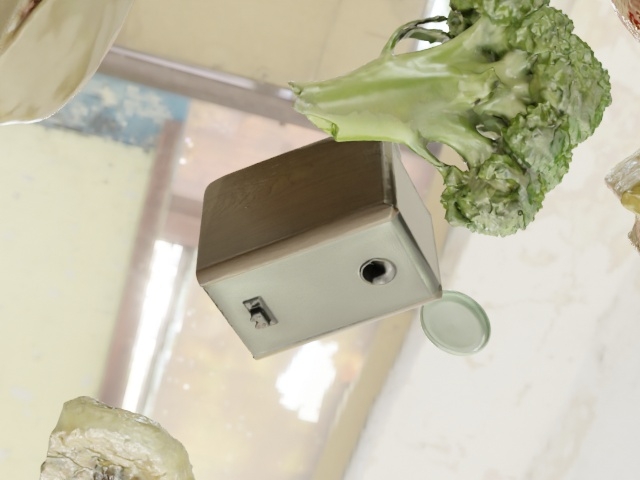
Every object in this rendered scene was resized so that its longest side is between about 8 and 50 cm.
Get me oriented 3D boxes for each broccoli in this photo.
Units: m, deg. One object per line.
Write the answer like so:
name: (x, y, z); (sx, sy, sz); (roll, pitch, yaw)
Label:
broccoli: (0.150, -0.126, 1.204); (0.302, 0.254, 0.186); (-35, 179, -4)

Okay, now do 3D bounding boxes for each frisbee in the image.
frisbee: (0.194, 0.119, 1.667); (0.014, 0.110, 0.110); (117, -16, -50)

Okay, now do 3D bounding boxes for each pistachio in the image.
pistachio: (-0.269, -0.243, 1.116); (0.288, 0.166, 0.197); (-60, -168, -1)

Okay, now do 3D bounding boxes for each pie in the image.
pie: (-0.222, 0.261, 1.288); (0.052, 0.185, 0.218); (-70, 180, -50)

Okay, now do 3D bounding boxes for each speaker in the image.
speaker: (0.000, 0.000, 1.292); (0.192, 0.231, 0.153); (-92, 157, -49)

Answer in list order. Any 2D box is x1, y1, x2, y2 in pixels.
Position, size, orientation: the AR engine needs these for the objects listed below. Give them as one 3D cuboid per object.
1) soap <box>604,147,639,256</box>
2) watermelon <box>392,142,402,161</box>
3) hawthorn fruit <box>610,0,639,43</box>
soap: (0.463, -0.074, 1.320); (0.143, 0.259, 0.281); (61, 10, -1)
watermelon: (0.060, -0.086, 1.894); (0.145, 0.137, 0.193); (-73, 171, -60)
hawthorn fruit: (0.442, -0.336, 1.289); (0.284, 0.284, 0.284); (-166, -90, -81)
